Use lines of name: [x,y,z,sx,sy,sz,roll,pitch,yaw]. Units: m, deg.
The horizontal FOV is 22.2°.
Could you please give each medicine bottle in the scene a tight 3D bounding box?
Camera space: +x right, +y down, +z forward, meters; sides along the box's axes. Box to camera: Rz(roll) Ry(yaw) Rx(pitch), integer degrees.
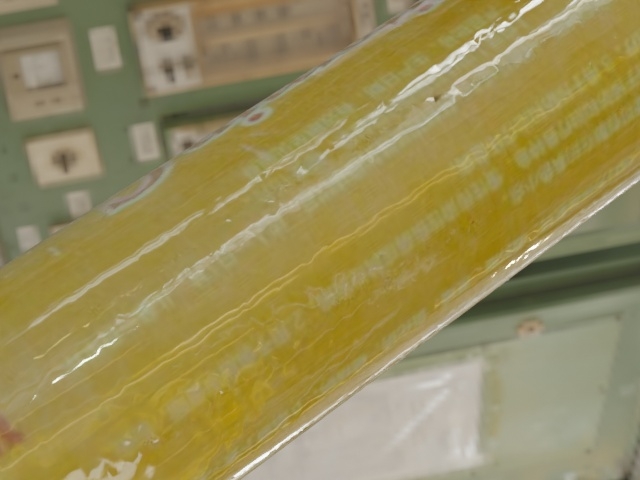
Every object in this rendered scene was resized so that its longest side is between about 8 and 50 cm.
medicine bottle: [0.000,0.000,0.499,0.108,0.426,0.108,45,-24,26]
